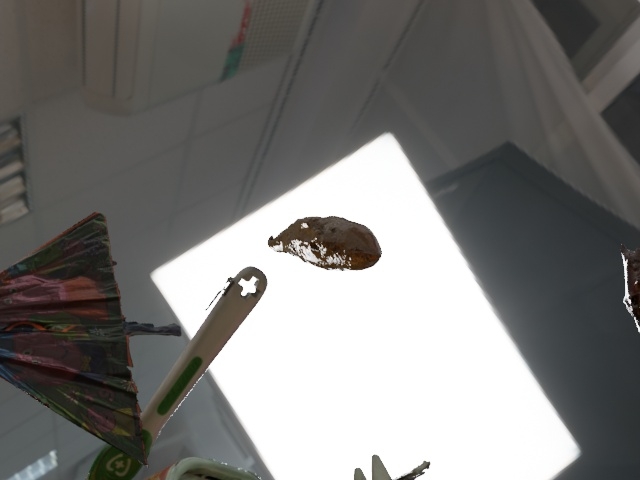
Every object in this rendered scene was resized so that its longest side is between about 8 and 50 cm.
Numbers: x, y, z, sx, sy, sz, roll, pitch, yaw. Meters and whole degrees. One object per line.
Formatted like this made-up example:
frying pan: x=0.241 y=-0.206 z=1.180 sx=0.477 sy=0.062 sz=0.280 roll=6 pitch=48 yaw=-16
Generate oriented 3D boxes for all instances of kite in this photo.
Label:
kite: x=-0.244 y=0.075 z=0.760 sx=0.233 sy=0.321 sz=0.016 roll=2 pitch=-49 yaw=-25

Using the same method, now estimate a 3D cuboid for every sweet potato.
sweet potato: x=0.000 y=0.000 z=0.838 sx=0.206 sy=0.068 sz=0.060 roll=-2 pitch=54 yaw=60

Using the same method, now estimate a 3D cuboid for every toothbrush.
toothbrush: x=-0.180 y=0.195 z=0.771 sx=0.418 sy=0.042 sz=0.040 roll=-54 pitch=17 yaw=-4

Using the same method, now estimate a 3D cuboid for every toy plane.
toy plane: x=0.036 y=0.335 z=1.006 sx=0.192 sy=0.088 sz=0.262 roll=-43 pitch=-16 yaw=26

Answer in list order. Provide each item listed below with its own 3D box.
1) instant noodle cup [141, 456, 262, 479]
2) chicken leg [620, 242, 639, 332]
instant noodle cup: x=-0.218 y=0.448 z=1.101 sx=0.307 sy=0.294 sz=0.294 roll=-38 pitch=-12 yaw=25
chicken leg: x=0.332 y=0.076 z=0.708 sx=0.063 sy=0.105 sz=0.234 roll=2 pitch=13 yaw=-19
